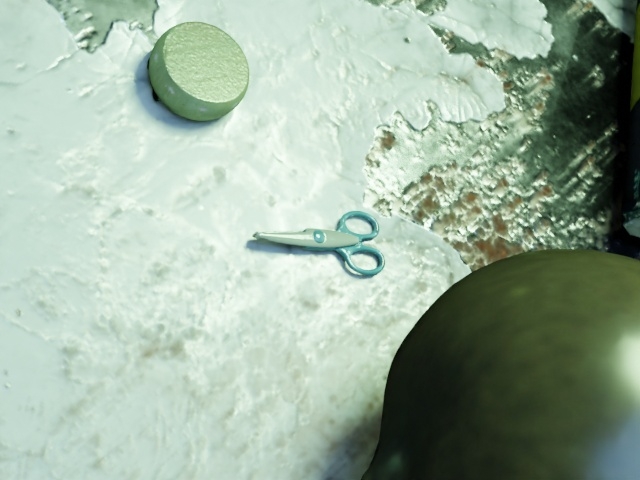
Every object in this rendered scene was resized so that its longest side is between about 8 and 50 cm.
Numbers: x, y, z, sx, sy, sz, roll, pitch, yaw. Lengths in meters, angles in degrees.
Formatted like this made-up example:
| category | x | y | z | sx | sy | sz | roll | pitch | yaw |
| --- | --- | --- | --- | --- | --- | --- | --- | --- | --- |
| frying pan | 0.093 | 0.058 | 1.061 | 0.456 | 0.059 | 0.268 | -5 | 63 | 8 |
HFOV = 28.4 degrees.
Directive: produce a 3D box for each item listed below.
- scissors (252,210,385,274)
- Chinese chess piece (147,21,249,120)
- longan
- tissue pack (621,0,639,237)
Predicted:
| category | x | y | z | sx | sy | sz | roll | pitch | yaw |
| --- | --- | --- | --- | --- | --- | --- | --- | --- | --- |
| scissors | 0.000 | 0.000 | 1.030 | 0.119 | 0.014 | 0.058 | 3 | 66 | -29 |
| Chinese chess piece | -0.099 | -0.138 | 1.031 | 0.084 | 0.034 | 0.084 | 12 | 62 | -24 |
| longan | 0.177 | 0.166 | 0.892 | 0.288 | 0.288 | 0.350 | 28 | 62 | -13 |
| tissue pack | 0.452 | -0.178 | 1.190 | 0.264 | 0.253 | 0.417 | 18 | 61 | -17 |
